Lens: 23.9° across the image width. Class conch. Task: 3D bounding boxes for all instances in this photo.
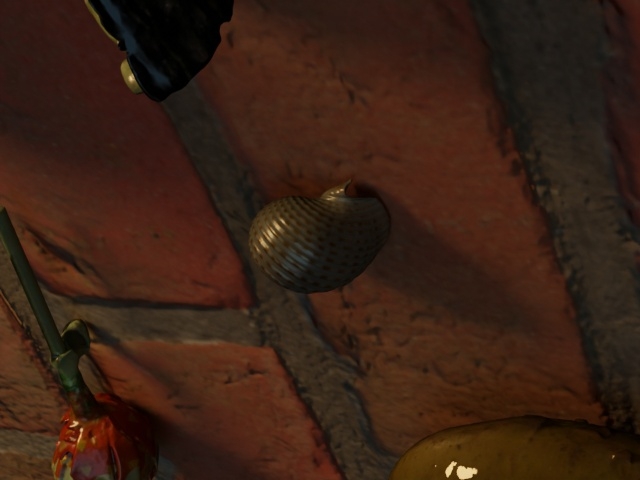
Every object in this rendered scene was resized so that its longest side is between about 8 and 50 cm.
[{"bbox_3d":[-0.002,0.004,0.909,0.076,0.056,0.085,33,145,-27],"label":"conch"}]

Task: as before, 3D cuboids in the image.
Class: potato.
[{"bbox_3d":[0.152,0.175,0.967,0.251,0.113,0.149,7,146,38],"label":"potato"}]

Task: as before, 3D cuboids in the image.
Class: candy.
[{"bbox_3d":[-0.192,0.088,1.110,0.084,0.078,0.287,-6,129,14],"label":"candy"}]

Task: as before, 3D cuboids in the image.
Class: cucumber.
[{"bbox_3d":[-0.112,-0.176,0.749,0.086,0.115,0.193,-34,114,2],"label":"cucumber"}]
